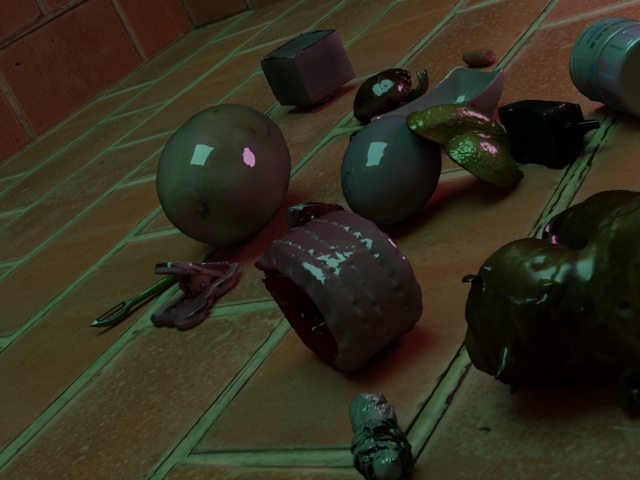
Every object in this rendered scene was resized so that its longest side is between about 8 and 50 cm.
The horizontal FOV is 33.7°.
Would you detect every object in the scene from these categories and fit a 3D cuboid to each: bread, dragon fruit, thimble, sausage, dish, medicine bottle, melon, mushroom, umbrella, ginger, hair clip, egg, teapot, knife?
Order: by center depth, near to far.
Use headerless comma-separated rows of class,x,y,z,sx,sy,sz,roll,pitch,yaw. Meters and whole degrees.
ginger,0.275,0.062,0.939,0.254,0.176,0.418,-36,18,-16
umbrella,0.058,0.195,1.032,0.062,0.067,0.143,3,13,-5
thimble,0.026,0.060,1.252,0.125,0.163,0.189,-33,35,-18
bread,0.215,-0.145,1.524,0.065,0.187,0.149,-58,17,27
medicine bottle,0.455,-0.254,1.550,0.135,0.135,0.168,-26,22,-1
teapot,0.339,-0.169,1.550,0.096,0.087,0.177,-28,20,-19
dragon fruit,0.000,0.000,1.553,0.102,0.096,0.147,-12,-8,9
egg,0.104,-0.103,1.577,0.146,0.146,0.199,-12,37,33
hair clip,-0.191,0.084,1.644,0.123,0.102,0.138,-3,-2,44
knife,-0.299,0.098,1.746,0.184,0.026,0.022,-34,-8,-26
melon,-0.163,-0.115,1.810,0.223,0.223,0.317,-20,23,17
dish,0.213,-0.220,1.830,0.212,0.077,0.151,-33,23,-18
mushroom,0.137,-0.298,2.109,0.170,0.080,0.135,-22,30,19
sausage,0.318,-0.368,2.127,0.034,0.034,0.083,-34,21,-20

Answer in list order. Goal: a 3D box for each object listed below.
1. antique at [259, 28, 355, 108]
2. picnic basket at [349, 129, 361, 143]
antique,-0.028,-0.387,2.418,0.146,0.148,0.152,-37,23,-25
picnic basket,0.082,-0.151,1.806,0.072,0.083,0.072,-22,21,9
